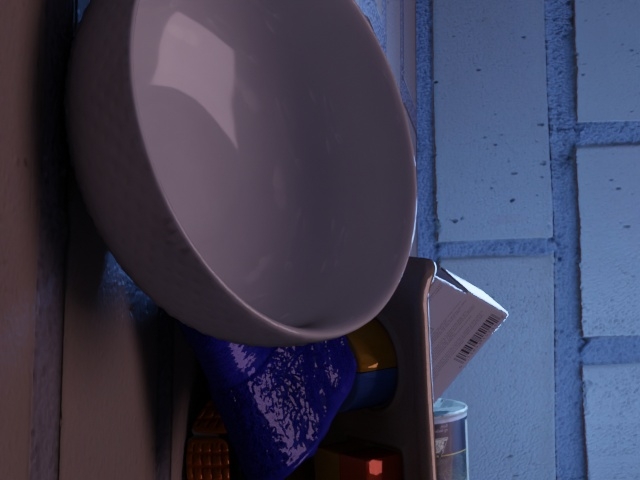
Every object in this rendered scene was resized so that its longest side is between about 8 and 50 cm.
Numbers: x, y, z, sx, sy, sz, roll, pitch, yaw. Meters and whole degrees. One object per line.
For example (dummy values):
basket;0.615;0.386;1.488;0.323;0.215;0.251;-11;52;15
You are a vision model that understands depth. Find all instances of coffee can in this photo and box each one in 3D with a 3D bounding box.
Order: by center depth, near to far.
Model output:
coffee can;0.133;0.395;2.512;0.201;0.201;0.275;-21;108;-80

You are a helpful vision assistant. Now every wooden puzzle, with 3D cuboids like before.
wooden puzzle;0.002;0.185;1.695;0.322;0.080;0.348;5;-85;57

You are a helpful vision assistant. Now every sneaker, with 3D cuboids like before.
sneaker;-0.072;0.178;1.607;0.121;0.099;0.262;87;9;-57

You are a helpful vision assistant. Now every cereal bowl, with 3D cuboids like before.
cereal bowl;-0.077;-0.074;1.273;0.339;0.141;0.339;25;57;-45

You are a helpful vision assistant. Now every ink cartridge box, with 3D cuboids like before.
ink cartridge box;0.093;0.167;2.176;0.296;0.066;0.261;-51;147;7

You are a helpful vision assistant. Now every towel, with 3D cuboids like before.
towel;-0.059;0.039;1.455;0.308;0.076;0.227;67;23;-20
